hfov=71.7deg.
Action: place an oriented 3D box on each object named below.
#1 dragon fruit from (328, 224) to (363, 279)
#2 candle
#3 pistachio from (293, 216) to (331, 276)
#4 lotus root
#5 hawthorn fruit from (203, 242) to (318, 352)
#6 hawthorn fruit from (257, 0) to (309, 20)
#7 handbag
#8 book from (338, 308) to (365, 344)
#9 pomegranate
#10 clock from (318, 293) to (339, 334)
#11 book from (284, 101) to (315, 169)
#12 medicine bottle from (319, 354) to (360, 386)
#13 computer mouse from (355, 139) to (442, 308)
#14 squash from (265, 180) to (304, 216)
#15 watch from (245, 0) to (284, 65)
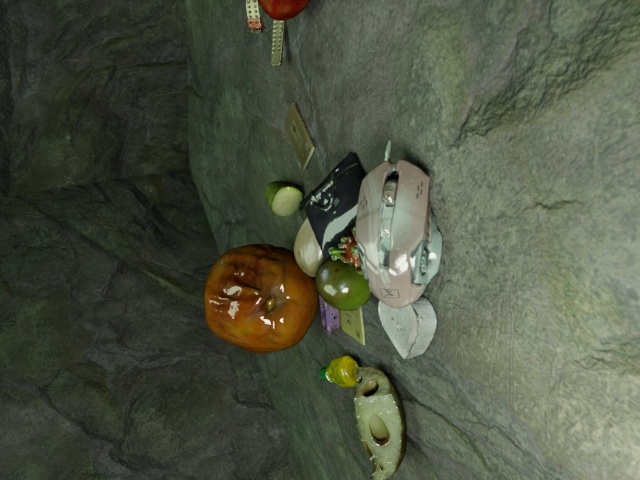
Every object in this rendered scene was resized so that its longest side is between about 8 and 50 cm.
[{"bbox_3d":[0.114,0.029,1.174,0.236,0.135,0.137,-31,69,38],"label":"dragon fruit"},{"bbox_3d":[0.226,0.222,1.155,0.192,0.068,0.168,176,84,-68],"label":"candle"},{"bbox_3d":[0.000,0.000,1.422,0.138,0.153,0.237,-126,54,-80],"label":"pistachio"},{"bbox_3d":[0.194,0.552,1.356,0.210,0.142,0.313,-56,-46,-70],"label":"lotus root"},{"bbox_3d":[-0.219,0.206,1.682,0.472,0.472,0.471,44,142,51],"label":"hawthorn fruit"},{"bbox_3d":[-0.112,-0.722,1.251,0.251,0.190,0.189,180,77,-74],"label":"hawthorn fruit"},{"bbox_3d":[0.051,-0.102,1.283,0.254,0.089,0.211,-43,61,33],"label":"handbag"},{"bbox_3d":[0.099,0.243,1.523,0.168,0.013,0.192,24,125,61],"label":"book"},{"bbox_3d":[0.089,0.114,1.306,0.210,0.179,0.179,-38,65,32],"label":"pomegranate"},{"bbox_3d":[0.034,0.261,1.607,0.110,0.050,0.152,-124,26,-66],"label":"clock"},{"bbox_3d":[-0.076,-0.367,1.568,0.198,0.016,0.138,67,156,18],"label":"book"},{"bbox_3d":[0.063,0.498,1.672,0.309,0.076,0.111,137,119,-63],"label":"medicine bottle"},{"bbox_3d":[0.164,-0.037,0.994,0.200,0.115,0.388,-1,92,23],"label":"computer mouse"},{"bbox_3d":[-0.171,-0.171,1.770,0.287,0.137,0.137,-149,49,-63],"label":"squash"},{"bbox_3d":[-0.172,-0.706,1.407,0.102,0.165,0.268,10,107,25],"label":"watch"}]
